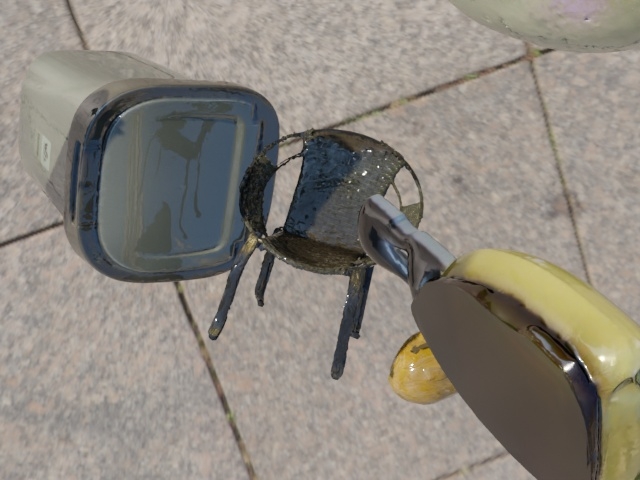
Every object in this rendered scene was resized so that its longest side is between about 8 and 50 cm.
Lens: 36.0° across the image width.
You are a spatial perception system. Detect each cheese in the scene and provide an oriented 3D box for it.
[{"bbox_3d":[0.059,0.029,0.371,0.036,0.162,0.086,-26,128,-18],"label":"cheese"}]

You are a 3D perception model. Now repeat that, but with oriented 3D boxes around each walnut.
[{"bbox_3d":[0.139,0.146,1.110,0.121,0.052,0.091,-23,115,-19],"label":"walnut"}]

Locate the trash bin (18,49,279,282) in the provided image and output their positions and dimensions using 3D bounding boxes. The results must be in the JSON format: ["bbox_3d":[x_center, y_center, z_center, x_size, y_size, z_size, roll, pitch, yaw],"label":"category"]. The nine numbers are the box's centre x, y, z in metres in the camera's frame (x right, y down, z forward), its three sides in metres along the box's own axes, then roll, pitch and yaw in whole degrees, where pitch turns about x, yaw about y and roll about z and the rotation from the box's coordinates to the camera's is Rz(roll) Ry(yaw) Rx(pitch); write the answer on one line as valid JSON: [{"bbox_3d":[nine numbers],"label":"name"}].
[{"bbox_3d":[-0.208,-0.102,1.100,0.219,0.250,0.220,-5,117,-37],"label":"trash bin"}]

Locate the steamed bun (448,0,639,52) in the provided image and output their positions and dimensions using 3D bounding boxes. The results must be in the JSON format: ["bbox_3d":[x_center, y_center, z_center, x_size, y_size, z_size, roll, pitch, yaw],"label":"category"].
[{"bbox_3d":[0.221,-0.287,0.817,0.312,0.333,0.233,46,59,-34],"label":"steamed bun"}]

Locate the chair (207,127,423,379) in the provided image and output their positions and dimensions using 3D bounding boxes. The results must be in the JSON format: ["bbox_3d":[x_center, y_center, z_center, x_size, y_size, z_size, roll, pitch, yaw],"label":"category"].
[{"bbox_3d":[0.000,0.000,0.934,0.174,0.149,0.213,17,97,9],"label":"chair"}]
